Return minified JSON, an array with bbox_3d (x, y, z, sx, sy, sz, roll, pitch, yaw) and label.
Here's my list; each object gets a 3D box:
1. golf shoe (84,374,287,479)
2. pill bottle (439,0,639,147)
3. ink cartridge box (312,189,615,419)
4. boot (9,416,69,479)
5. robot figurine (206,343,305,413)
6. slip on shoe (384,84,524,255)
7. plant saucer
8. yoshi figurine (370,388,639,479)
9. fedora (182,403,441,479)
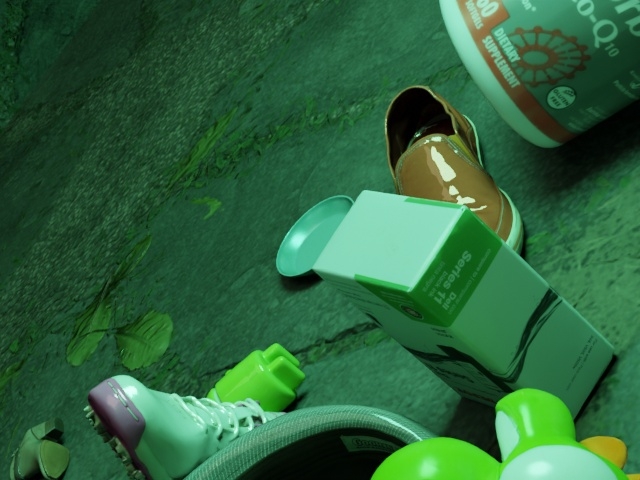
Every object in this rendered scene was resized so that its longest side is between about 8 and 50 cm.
[{"bbox_3d":[-0.098,0.176,1.160,0.140,0.306,0.115,-41,56,-7],"label":"golf shoe"},{"bbox_3d":[0.311,-0.261,1.248,0.363,0.210,0.210,-32,30,25],"label":"pill bottle"},{"bbox_3d":[0.119,0.057,1.095,0.087,0.208,0.153,-57,28,-13],"label":"ink cartridge box"},{"bbox_3d":[-0.353,0.276,1.646,0.087,0.042,0.118,-42,26,21],"label":"boot"},{"bbox_3d":[-0.071,0.160,1.371,0.115,0.067,0.101,-42,33,8],"label":"robot figurine"},{"bbox_3d":[0.122,-0.052,1.352,0.123,0.101,0.331,-34,31,18],"label":"slip on shoe"},{"bbox_3d":[0.000,0.000,1.536,0.119,0.021,0.119,-33,29,22],"label":"plant saucer"},{"bbox_3d":[0.113,0.241,0.817,0.362,0.203,0.204,-92,25,-57],"label":"yoshi figurine"},{"bbox_3d":[0.005,0.260,1.031,0.275,0.124,0.244,-34,49,-3],"label":"fedora"}]
